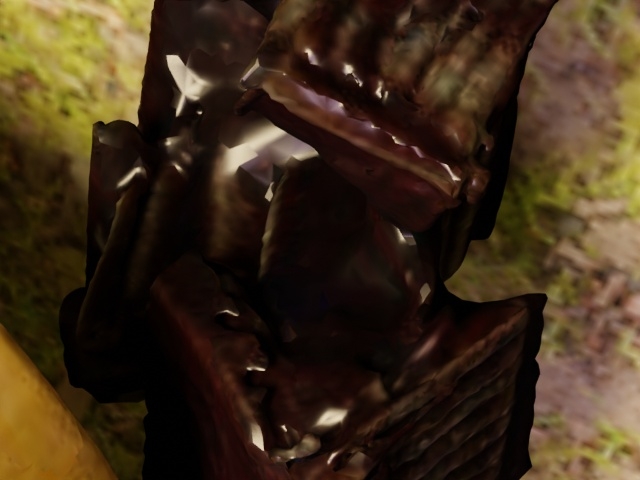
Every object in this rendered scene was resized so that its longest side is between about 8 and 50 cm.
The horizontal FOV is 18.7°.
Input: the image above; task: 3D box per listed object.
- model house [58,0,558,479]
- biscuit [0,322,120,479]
[{"bbox_3d":[-0.009,-0.006,0.499,0.141,0.164,0.203,10,125,11],"label":"model house"},{"bbox_3d":[-0.110,0.063,0.550,0.343,0.057,0.287,52,166,-6],"label":"biscuit"}]
